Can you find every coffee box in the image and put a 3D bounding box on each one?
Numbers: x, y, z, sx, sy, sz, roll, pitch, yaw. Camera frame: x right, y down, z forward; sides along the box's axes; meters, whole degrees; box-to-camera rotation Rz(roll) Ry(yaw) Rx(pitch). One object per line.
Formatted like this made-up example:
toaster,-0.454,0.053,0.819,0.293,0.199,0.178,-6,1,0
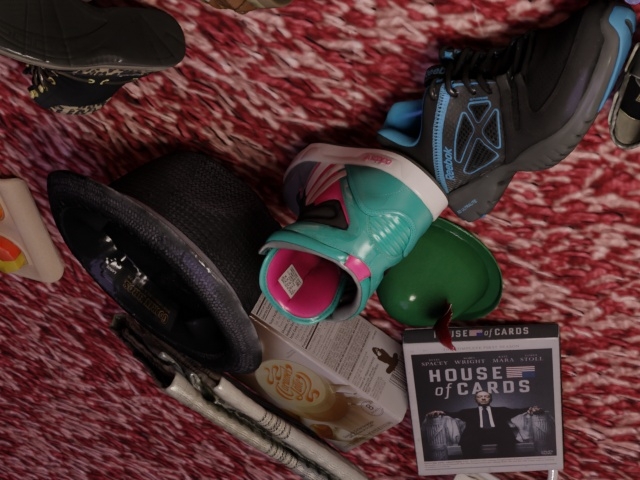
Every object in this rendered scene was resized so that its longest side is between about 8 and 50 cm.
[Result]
coffee box,-0.017,0.136,2.232,0.246,0.098,0.141,35,144,-12

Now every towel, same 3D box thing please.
towel,-0.094,0.198,2.267,0.324,0.056,0.312,34,180,-23

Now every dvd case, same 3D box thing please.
dvd case,0.193,0.189,2.163,0.179,0.029,0.238,-3,135,6

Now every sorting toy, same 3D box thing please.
sorting toy,-0.446,-0.022,2.355,0.208,0.038,0.193,10,142,22

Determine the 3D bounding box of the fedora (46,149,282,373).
fedora,-0.150,-0.003,2.058,0.334,0.152,0.334,37,159,17

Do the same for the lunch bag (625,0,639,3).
lunch bag,0.224,-0.290,1.496,0.221,0.138,0.293,-8,143,22

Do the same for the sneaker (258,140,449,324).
sneaker,0.000,0.000,1.910,0.124,0.178,0.295,46,164,-18

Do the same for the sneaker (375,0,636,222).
sneaker,0.169,-0.132,1.745,0.140,0.125,0.341,34,144,-8

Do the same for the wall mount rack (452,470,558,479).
wall mount rack,0.217,0.410,2.320,0.304,0.350,0.130,31,-179,-2

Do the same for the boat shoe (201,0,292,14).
boat shoe,-0.136,-0.323,1.703,0.104,0.110,0.307,-3,136,34

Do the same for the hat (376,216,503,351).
hat,0.093,0.085,2.021,0.173,0.183,0.208,16,144,14

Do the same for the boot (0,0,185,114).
boot,-0.281,-0.189,1.927,0.236,0.085,0.179,4,163,-33

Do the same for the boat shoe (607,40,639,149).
boat shoe,0.317,-0.160,1.660,0.078,0.070,0.219,24,145,3

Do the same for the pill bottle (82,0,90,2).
pill bottle,-0.259,-0.261,1.920,0.043,0.043,0.083,42,142,-22
